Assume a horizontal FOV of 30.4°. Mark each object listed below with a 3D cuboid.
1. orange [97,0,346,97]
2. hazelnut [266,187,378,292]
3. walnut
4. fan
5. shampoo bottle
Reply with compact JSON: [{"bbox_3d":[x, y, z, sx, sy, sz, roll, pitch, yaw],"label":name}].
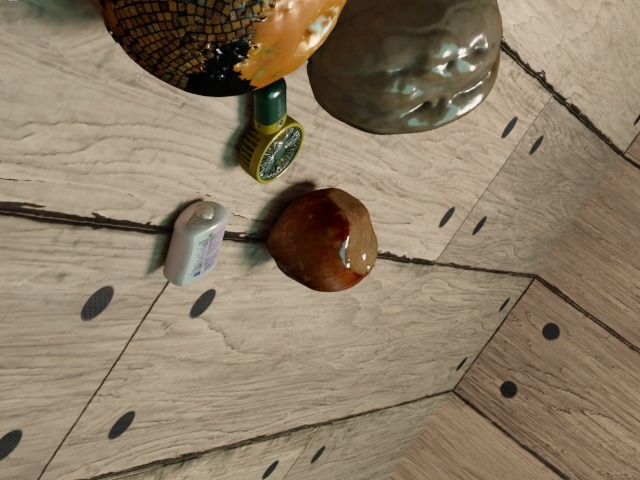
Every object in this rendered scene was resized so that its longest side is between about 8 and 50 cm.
[{"bbox_3d":[-0.067,-0.222,0.931,0.234,0.182,0.234,-55,173,-10],"label":"orange"},{"bbox_3d":[0.000,0.000,1.550,0.143,0.143,0.154,-55,153,7],"label":"hazelnut"},{"bbox_3d":[0.089,-0.208,1.241,0.224,0.224,0.224,-44,159,-22],"label":"walnut"},{"bbox_3d":[-0.057,-0.129,1.310,0.082,0.039,0.155,-42,157,-26],"label":"fan"},{"bbox_3d":[-0.141,-0.001,1.337,0.072,0.043,0.099,-35,154,-42],"label":"shampoo bottle"}]
